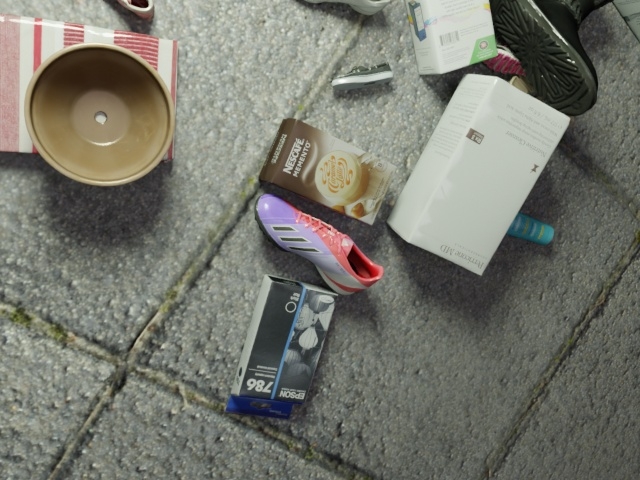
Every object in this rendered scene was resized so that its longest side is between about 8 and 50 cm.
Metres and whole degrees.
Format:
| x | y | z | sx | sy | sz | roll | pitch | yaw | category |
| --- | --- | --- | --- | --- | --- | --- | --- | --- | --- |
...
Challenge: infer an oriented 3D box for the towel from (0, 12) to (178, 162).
| x | y | z | sx | sy | sz | roll | pitch | yaw | category |
| --- | --- | --- | --- | --- | --- | --- | --- | --- | --- |
| -0.432 | -0.269 | 1.075 | 0.328 | 0.037 | 0.237 | 1 | 100 | -23 | towel |

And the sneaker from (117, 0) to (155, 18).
| x | y | z | sx | sy | sz | roll | pitch | yaw | category |
| --- | --- | --- | --- | --- | --- | --- | --- | --- | --- |
| -0.353 | -0.448 | 1.044 | 0.134 | 0.070 | 0.051 | 33 | 91 | -23 | sneaker |

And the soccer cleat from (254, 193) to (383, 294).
| x | y | z | sx | sy | sz | roll | pitch | yaw | category |
| --- | --- | --- | --- | --- | --- | --- | --- | --- | --- |
| 0.000 | 0.000 | 1.238 | 0.318 | 0.116 | 0.109 | 41 | 50 | -26 | soccer cleat |

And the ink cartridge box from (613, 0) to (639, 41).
| x | y | z | sx | sy | sz | roll | pitch | yaw | category |
| --- | --- | --- | --- | --- | --- | --- | --- | --- | --- |
| 0.798 | -0.578 | 1.403 | 0.208 | 0.153 | 0.087 | 40 | 85 | -25 | ink cartridge box |

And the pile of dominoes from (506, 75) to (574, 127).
| x | y | z | sx | sy | sz | roll | pitch | yaw | category |
| --- | --- | --- | --- | --- | --- | --- | --- | --- | --- |
| 0.492 | -0.309 | 1.425 | 0.251 | 0.040 | 0.196 | -36 | 112 | -18 | pile of dominoes |

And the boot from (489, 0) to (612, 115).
| x | y | z | sx | sy | sz | roll | pitch | yaw | category |
| --- | --- | --- | --- | --- | --- | --- | --- | --- | --- |
| 0.555 | -0.468 | 1.286 | 0.260 | 0.131 | 0.348 | -30 | 86 | -18 | boot |

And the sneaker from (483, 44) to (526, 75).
| x | y | z | sx | sy | sz | roll | pitch | yaw | category |
| --- | --- | --- | --- | --- | --- | --- | --- | --- | --- |
| 0.448 | -0.429 | 1.355 | 0.170 | 0.063 | 0.075 | 10 | 70 | -7 | sneaker |

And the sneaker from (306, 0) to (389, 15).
| x | y | z | sx | sy | sz | roll | pitch | yaw | category |
| --- | --- | --- | --- | --- | --- | --- | --- | --- | --- |
| 0.041 | -0.506 | 1.165 | 0.212 | 0.094 | 0.080 | 5 | 102 | -21 | sneaker |

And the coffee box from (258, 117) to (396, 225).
| x | y | z | sx | sy | sz | roll | pitch | yaw | category |
| --- | --- | --- | --- | --- | --- | --- | --- | --- | --- |
| 0.015 | -0.142 | 1.236 | 0.246 | 0.098 | 0.141 | 21 | 94 | -23 | coffee box |

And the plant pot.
| x | y | z | sx | sy | sz | roll | pitch | yaw | category |
| --- | --- | --- | --- | --- | --- | --- | --- | --- | --- |
| -0.380 | -0.215 | 1.027 | 0.237 | 0.109 | 0.238 | -4 | 100 | -21 | plant pot |

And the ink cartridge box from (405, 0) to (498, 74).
| x | y | z | sx | sy | sz | roll | pitch | yaw | category |
| --- | --- | --- | --- | --- | --- | --- | --- | --- | --- |
| 0.276 | -0.479 | 1.261 | 0.154 | 0.093 | 0.213 | -21 | 110 | -16 | ink cartridge box |

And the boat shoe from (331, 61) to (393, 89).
| x | y | z | sx | sy | sz | roll | pitch | yaw | category |
| --- | --- | --- | --- | --- | --- | --- | --- | --- | --- |
| 0.086 | -0.349 | 1.248 | 0.142 | 0.049 | 0.040 | -13 | 88 | -19 | boat shoe |

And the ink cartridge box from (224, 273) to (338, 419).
| x | y | z | sx | sy | sz | roll | pitch | yaw | category |
| --- | --- | --- | --- | --- | --- | --- | --- | --- | --- |
| -0.088 | 0.252 | 1.309 | 0.165 | 0.065 | 0.333 | 13 | 98 | -23 | ink cartridge box |

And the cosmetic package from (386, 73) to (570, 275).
| x | y | z | sx | sy | sz | roll | pitch | yaw | category |
| --- | --- | --- | --- | --- | --- | --- | --- | --- | --- |
| 0.336 | -0.144 | 1.300 | 0.217 | 0.156 | 0.385 | 21 | 100 | -20 | cosmetic package |

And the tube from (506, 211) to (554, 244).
| x | y | z | sx | sy | sz | roll | pitch | yaw | category |
| --- | --- | --- | --- | --- | --- | --- | --- | --- | --- |
| 0.481 | -0.043 | 1.467 | 0.207 | 0.052 | 0.080 | 17 | 86 | -17 | tube |
